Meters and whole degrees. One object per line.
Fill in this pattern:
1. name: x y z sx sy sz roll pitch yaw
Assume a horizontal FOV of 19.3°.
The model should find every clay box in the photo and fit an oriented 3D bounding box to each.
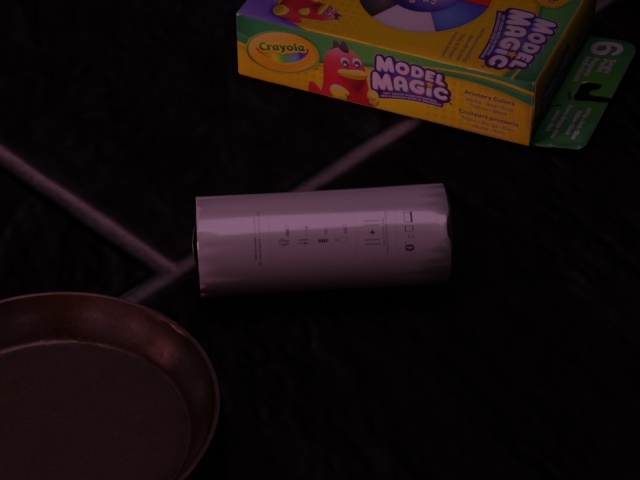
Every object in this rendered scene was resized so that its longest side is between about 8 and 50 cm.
1. clay box: 0.075 -0.129 1.159 0.222 0.053 0.127 14 43 18

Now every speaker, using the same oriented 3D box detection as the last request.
1. speaker: 0.000 0.000 1.004 0.136 0.055 0.055 -4 40 -3

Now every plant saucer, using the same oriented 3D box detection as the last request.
1. plant saucer: -0.132 0.090 0.919 0.168 0.029 0.168 0 41 0
